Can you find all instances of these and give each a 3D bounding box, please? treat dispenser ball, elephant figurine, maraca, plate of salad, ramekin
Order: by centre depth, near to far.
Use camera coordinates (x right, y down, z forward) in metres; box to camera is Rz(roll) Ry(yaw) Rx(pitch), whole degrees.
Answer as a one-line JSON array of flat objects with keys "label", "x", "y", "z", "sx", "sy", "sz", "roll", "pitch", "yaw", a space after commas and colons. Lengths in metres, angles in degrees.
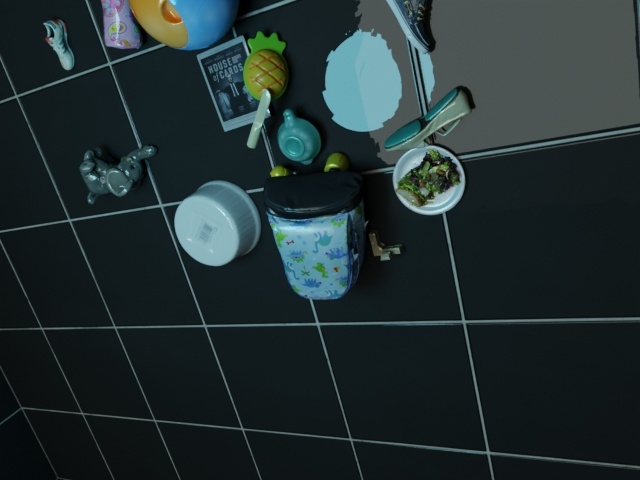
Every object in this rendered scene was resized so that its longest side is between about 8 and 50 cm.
[{"label": "treat dispenser ball", "x": -0.356, "y": -0.649, "z": 1.331, "sx": 0.288, "sy": 0.288, "sz": 0.288, "roll": 10, "pitch": 116, "yaw": 21}, {"label": "plate of salad", "x": 0.292, "y": -0.160, "z": 1.395, "sx": 0.199, "sy": 0.048, "sz": 0.200, "roll": 10, "pitch": 116, "yaw": 21}, {"label": "maraca", "x": -0.151, "y": -0.484, "z": 1.425, "sx": 0.127, "sy": 0.099, "sz": 0.186, "roll": 0, "pitch": 101, "yaw": -15}, {"label": "ramekin", "x": -0.348, "y": -0.050, "z": 1.692, "sx": 0.277, "sy": 0.135, "sz": 0.277, "roll": 10, "pitch": 116, "yaw": 21}, {"label": "elephant figurine", "x": -0.690, "y": -0.229, "z": 1.770, "sx": 0.239, "sy": 0.169, "sz": 0.186, "roll": 9, "pitch": 147, "yaw": 4}]

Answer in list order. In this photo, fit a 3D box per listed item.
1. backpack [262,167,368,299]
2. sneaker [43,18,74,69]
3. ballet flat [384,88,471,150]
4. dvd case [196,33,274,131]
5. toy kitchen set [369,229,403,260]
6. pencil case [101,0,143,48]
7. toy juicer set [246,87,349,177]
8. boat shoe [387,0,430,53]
[{"label": "backpack", "x": 0.000, "y": 0.000, "z": 1.486, "sx": 0.290, "sy": 0.273, "sz": 0.356, "roll": -1, "pitch": 143, "yaw": 10}, {"label": "sneaker", "x": -0.878, "y": -0.650, "z": 1.699, "sx": 0.057, "sy": 0.075, "sz": 0.161, "roll": 8, "pitch": 115, "yaw": 22}, {"label": "ballet flat", "x": 0.282, "y": -0.290, "z": 1.328, "sx": 0.248, "sy": 0.086, "sz": 0.086, "roll": -33, "pitch": 96, "yaw": 32}, {"label": "dvd case", "x": -0.254, "y": -0.464, "z": 1.522, "sx": 0.179, "sy": 0.029, "sz": 0.239, "roll": -11, "pitch": 108, "yaw": 28}, {"label": "toy kitchen set", "x": 0.189, "y": 0.012, "z": 1.509, "sx": 0.083, "sy": 0.068, "sz": 0.075, "roll": -7, "pitch": 110, "yaw": 27}, {"label": "pencil case", "x": -0.599, "y": -0.721, "z": 1.516, "sx": 0.124, "sy": 0.124, "sz": 0.284, "roll": 12, "pitch": 116, "yaw": 20}, {"label": "toy juicer set", "x": -0.089, "y": -0.270, "z": 1.500, "sx": 0.329, "sy": 0.089, "sz": 0.209, "roll": 43, "pitch": 127, "yaw": -12}, {"label": "boat shoe", "x": 0.232, "y": -0.550, "z": 1.234, "sx": 0.083, "sy": 0.065, "sz": 0.183, "roll": -30, "pitch": 98, "yaw": 33}]
